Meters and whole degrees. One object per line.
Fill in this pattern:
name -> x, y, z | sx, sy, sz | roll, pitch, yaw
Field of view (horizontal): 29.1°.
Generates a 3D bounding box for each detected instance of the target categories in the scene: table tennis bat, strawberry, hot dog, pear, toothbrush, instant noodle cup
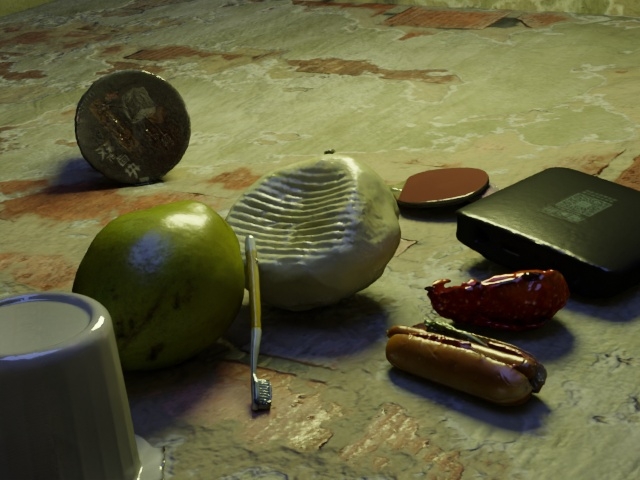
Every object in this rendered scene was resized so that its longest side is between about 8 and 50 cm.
table tennis bat -> 0.164, -0.087, 2.093 | 0.247, 0.022, 0.138 | -3, 26, 22
strawberry -> 0.240, 0.083, 1.655 | 0.188, 0.082, 0.121 | -9, 1, 13
hot dog -> 0.170, 0.144, 1.525 | 0.236, 0.062, 0.092 | 14, 32, 40
pear -> -0.214, 0.062, 1.615 | 0.212, 0.212, 0.269 | 12, 48, 36
toothbrush -> -0.082, 0.100, 1.596 | 0.024, 0.021, 0.288 | 3, 46, -10
instant noodle cup -> -0.361, -0.232, 2.366 | 0.217, 0.217, 0.207 | -8, 16, -8

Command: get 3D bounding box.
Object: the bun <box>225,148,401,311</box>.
bun -> 0.000, 0.000, 1.763 | 0.259, 0.160, 0.259 | -13, 47, 15

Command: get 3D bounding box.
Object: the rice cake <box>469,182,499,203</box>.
rice cake -> 0.278, -0.064, 2.036 | 0.047, 0.036, 0.206 | -1, 21, -16

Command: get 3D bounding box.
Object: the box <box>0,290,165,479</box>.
box -> -0.329, 0.186, 1.340 | 0.262, 0.206, 0.291 | 15, 27, 40

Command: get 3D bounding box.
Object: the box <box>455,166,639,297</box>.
box -> 0.386, -0.020, 1.834 | 0.289, 0.073, 0.290 | -24, 35, -39
